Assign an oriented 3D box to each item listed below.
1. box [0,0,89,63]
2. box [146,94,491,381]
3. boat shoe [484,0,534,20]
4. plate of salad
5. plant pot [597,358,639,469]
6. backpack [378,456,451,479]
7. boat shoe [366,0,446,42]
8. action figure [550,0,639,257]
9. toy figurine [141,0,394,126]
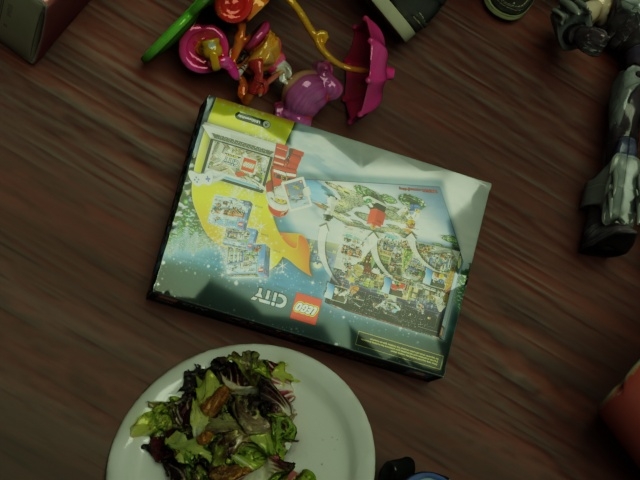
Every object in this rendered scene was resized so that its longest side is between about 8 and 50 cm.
[{"bbox_3d":[-0.202,-0.278,1.401,0.149,0.127,0.232,37,69,-1],"label":"box"},{"bbox_3d":[0.000,0.000,1.408,0.233,0.044,0.159,17,78,-9],"label":"box"},{"bbox_3d":[0.175,-0.256,1.532,0.056,0.049,0.152,21,71,-8],"label":"boat shoe"},{"bbox_3d":[-0.061,0.161,1.321,0.200,0.048,0.199,-5,61,10],"label":"plate of salad"},{"bbox_3d":[0.358,0.137,1.367,0.243,0.275,0.275,42,69,10],"label":"plant pot"},{"bbox_3d":[0.117,0.315,1.279,0.263,0.213,0.276,35,66,-14],"label":"backpack"},{"bbox_3d":[0.031,-0.253,1.450,0.065,0.075,0.206,-37,114,0],"label":"boat shoe"},{"bbox_3d":[0.273,-0.125,1.496,0.185,0.099,0.285,5,70,-8],"label":"action figure"},{"bbox_3d":[-0.024,-0.147,1.429,0.173,0.130,0.159,-45,99,1],"label":"toy figurine"}]
